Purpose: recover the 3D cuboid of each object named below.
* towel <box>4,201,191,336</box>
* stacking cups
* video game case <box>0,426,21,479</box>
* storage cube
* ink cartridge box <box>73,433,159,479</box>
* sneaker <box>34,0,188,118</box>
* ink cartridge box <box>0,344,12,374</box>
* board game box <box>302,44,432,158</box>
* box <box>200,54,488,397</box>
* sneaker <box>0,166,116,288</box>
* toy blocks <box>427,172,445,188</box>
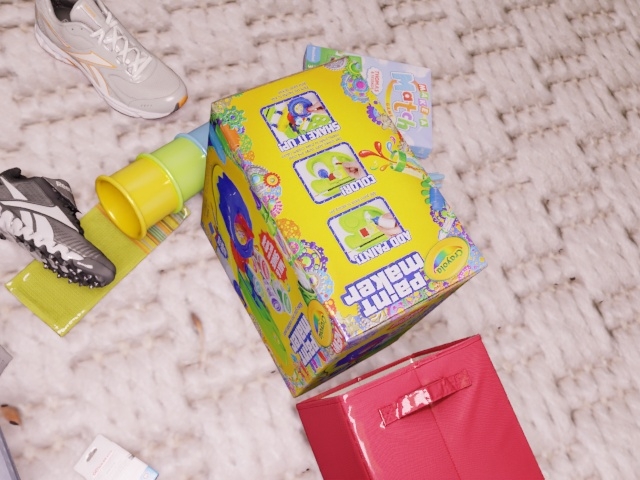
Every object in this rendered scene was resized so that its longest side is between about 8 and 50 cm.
[{"bbox_3d":[-0.287,0.007,0.824,0.102,0.021,0.237,38,64,6],"label":"towel"},{"bbox_3d":[-0.148,-0.123,0.859,0.096,0.096,0.316,45,59,9],"label":"stacking cups"},{"bbox_3d":[-0.344,0.270,0.525,0.196,0.026,0.275,-27,111,-46],"label":"video game case"},{"bbox_3d":[0.106,0.238,0.713,0.183,0.215,0.193,-18,78,-21],"label":"storage cube"},{"bbox_3d":[-0.233,0.266,0.717,0.083,0.028,0.048,33,63,2],"label":"ink cartridge box"},{"bbox_3d":[-0.306,-0.276,0.890,0.262,0.121,0.099,32,64,2],"label":"sneaker"},{"bbox_3d":[-0.412,0.143,0.626,0.093,0.212,0.154,26,63,-1],"label":"ink cartridge box"},{"bbox_3d":[0.073,-0.222,1.002,0.211,0.039,0.160,8,64,-11],"label":"board game box"},{"bbox_3d":[0.000,0.000,0.745,0.176,0.290,0.279,-25,73,-22],"label":"box"},{"bbox_3d":[-0.333,-0.027,0.774,0.234,0.078,0.106,26,63,18],"label":"sneaker"},{"bbox_3d":[0.128,-0.051,0.930,0.148,0.054,0.123,-11,69,-18],"label":"toy blocks"}]
